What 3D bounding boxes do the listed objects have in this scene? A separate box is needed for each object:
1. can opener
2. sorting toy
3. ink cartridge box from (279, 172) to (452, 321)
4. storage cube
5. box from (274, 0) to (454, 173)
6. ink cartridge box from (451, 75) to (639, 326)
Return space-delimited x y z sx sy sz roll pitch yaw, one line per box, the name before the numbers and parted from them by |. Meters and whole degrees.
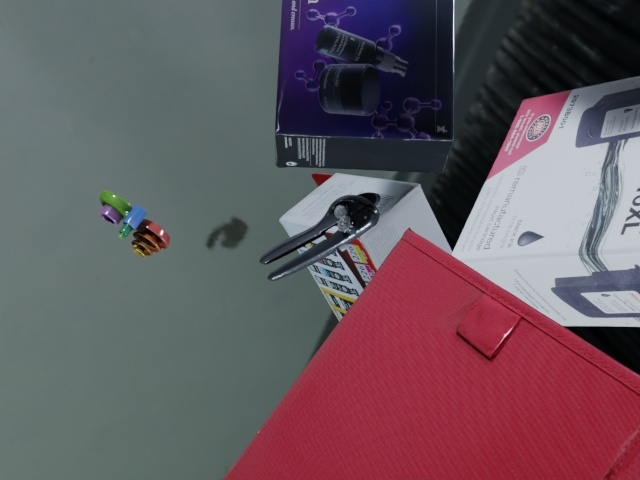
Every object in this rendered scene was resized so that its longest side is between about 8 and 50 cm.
can opener | 0.000 0.000 1.318 0.186 0.059 0.073 -35 161 20
sorting toy | -0.224 -0.015 1.196 0.042 0.102 0.061 -56 -175 -20
ink cartridge box | 0.085 0.061 1.541 0.130 0.272 0.309 -41 117 -22
storage cube | 0.088 0.142 0.493 0.183 0.215 0.193 35 92 -36
box | 0.048 -0.212 1.097 0.184 0.261 0.103 2 163 -2
ink cartridge box | 0.236 -0.030 0.755 0.100 0.237 0.172 41 64 -28
